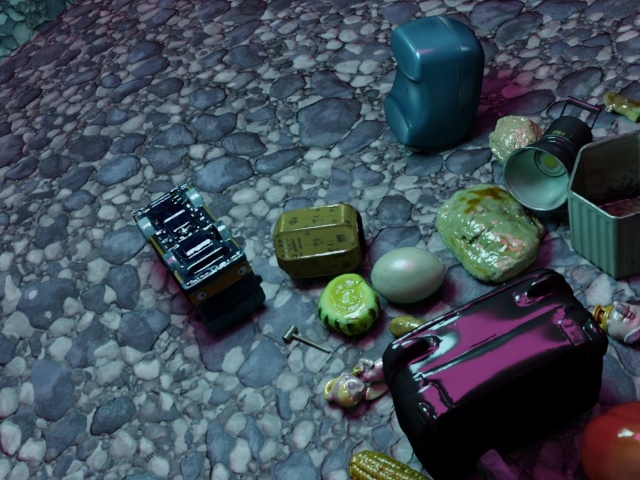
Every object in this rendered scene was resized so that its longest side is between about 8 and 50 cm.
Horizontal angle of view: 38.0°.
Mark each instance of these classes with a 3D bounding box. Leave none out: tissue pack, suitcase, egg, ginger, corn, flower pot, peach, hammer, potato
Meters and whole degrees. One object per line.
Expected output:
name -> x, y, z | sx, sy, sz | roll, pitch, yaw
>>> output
tissue pack -> 0.271, -0.364, 2.138 | 0.206, 0.287, 0.198 | -12, 42, -14
suitcase -> 0.291, 0.234, 1.531 | 0.345, 0.339, 0.188 | -27, 53, -4
egg -> 0.178, 0.069, 1.881 | 0.152, 0.114, 0.114 | -13, 45, 17
ginger -> 0.689, -0.302, 2.097 | 0.137, 0.044, 0.057 | 35, 96, 46
corn -> 0.166, 0.440, 1.547 | 0.313, 0.102, 0.102 | 22, 59, 35
flower pot -> 0.598, -0.068, 1.805 | 0.209, 0.189, 0.239 | 7, 53, 26
peach -> 0.504, 0.339, 1.469 | 0.184, 0.184, 0.184 | -10, 46, 11
hammer -> -0.026, 0.208, 1.899 | 0.110, 0.019, 0.035 | 22, 59, 29
potato -> 0.180, 0.173, 1.834 | 0.092, 0.046, 0.045 | 2, 91, 33
egg -> 0.436, -0.216, 2.056 | 0.118, 0.116, 0.140 | 11, 47, -8

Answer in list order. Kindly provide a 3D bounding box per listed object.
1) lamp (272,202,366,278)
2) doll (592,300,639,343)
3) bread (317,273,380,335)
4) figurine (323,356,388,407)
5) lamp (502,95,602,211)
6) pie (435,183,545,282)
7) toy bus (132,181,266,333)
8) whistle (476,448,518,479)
lamp -> 0.000, 0.000, 1.989 | 0.185, 0.161, 0.161 | -6, 47, 12
doll -> 0.560, 0.144, 1.691 | 0.127, 0.084, 0.073 | 9, 53, 37
bread -> 0.060, 0.134, 1.894 | 0.139, 0.071, 0.130 | 26, 61, 39
figurine -> 0.091, 0.257, 1.772 | 0.187, 0.083, 0.083 | -35, 46, -5
lamp -> 0.492, -0.174, 1.941 | 0.147, 0.172, 0.227 | 26, 44, 21
pie -> 0.357, -0.030, 1.928 | 0.201, 0.090, 0.248 | -27, 48, -10
toy bus -> -0.264, 0.036, 2.022 | 0.162, 0.194, 0.323 | -32, 42, -11
whistle -> 0.394, 0.466, 1.393 | 0.405, 0.168, 0.188 | 12, 52, 35
